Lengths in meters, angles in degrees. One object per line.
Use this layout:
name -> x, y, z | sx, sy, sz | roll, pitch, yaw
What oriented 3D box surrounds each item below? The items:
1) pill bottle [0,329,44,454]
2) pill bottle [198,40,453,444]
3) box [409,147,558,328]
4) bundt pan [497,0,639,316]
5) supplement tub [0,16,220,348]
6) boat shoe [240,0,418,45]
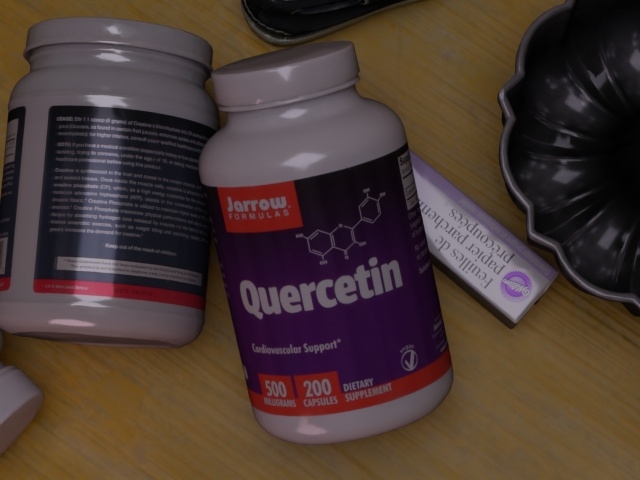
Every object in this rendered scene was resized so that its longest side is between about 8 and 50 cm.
pill bottle -> -0.382, 0.087, 1.628 | 0.272, 0.152, 0.152 | 42, 86, 8
pill bottle -> 0.000, 0.000, 1.563 | 0.181, 0.181, 0.323 | -12, 102, 1
box -> 0.073, -0.046, 1.668 | 0.324, 0.067, 0.063 | 40, 86, 8
bundt pan -> 0.308, -0.078, 1.616 | 0.330, 0.124, 0.331 | 1, 78, -5
supplement tub -> -0.188, -0.046, 1.616 | 0.191, 0.191, 0.272 | 4, 83, 3
boat shoe -> 0.080, -0.291, 1.674 | 0.340, 0.113, 0.127 | -22, 82, 0
